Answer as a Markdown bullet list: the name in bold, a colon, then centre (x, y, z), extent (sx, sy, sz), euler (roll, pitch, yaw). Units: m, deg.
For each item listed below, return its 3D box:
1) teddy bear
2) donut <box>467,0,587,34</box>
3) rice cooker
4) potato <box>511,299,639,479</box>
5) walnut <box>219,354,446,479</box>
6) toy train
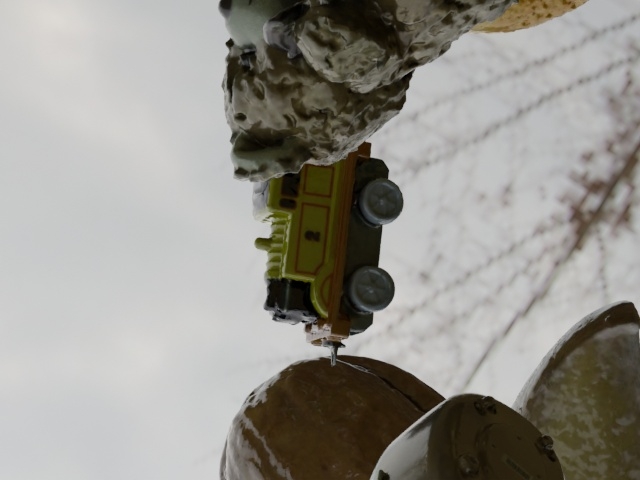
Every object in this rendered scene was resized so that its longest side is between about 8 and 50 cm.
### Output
- **teddy bear**: centre (0.019, -0.157, 1.388), extent (0.156, 0.256, 0.267), euler (40, -146, -11)
- **donut**: centre (0.146, -0.294, 1.685), extent (0.303, 0.303, 0.110), euler (15, -144, -30)
- **rice cooker**: centre (0.107, 0.200, 1.460), extent (0.145, 0.127, 0.206), euler (34, -155, -10)
- **potato**: centre (0.263, 0.192, 2.197), extent (0.189, 0.264, 0.211), euler (-11, -163, 1)
- **walnut**: centre (0.034, 0.289, 2.353), extent (0.344, 0.306, 0.306), euler (43, -154, 27)
- **toy train**: centre (0.000, 0.000, 1.775), extent (0.127, 0.219, 0.089), euler (9, 171, -15)
